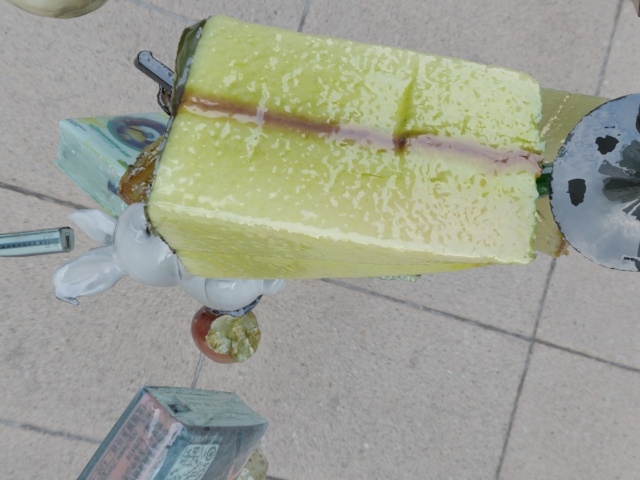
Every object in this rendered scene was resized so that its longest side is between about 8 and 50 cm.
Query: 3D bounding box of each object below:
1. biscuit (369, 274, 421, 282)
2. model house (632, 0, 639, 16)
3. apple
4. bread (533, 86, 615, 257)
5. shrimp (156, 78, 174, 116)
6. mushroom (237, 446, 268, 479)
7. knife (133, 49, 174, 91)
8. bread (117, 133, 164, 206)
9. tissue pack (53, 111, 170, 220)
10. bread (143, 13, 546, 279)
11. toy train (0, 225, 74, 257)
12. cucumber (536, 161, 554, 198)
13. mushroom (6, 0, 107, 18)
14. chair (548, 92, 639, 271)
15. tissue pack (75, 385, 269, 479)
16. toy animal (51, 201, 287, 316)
[{"bbox_3d":[0.182,0.074,1.685,0.273,0.187,0.036,6,114,5],"label":"biscuit"},{"bbox_3d":[0.457,-0.375,0.658,0.207,0.219,0.136,22,99,27],"label":"model house"},{"bbox_3d":[-0.234,0.227,1.306,0.147,0.156,0.158,2,116,28],"label":"apple"},{"bbox_3d":[0.514,-0.156,1.199,0.207,0.279,0.279,24,63,33],"label":"bread"},{"bbox_3d":[-0.184,-0.174,0.766,0.054,0.290,0.222,-33,73,-10],"label":"shrimp"},{"bbox_3d":[-0.152,0.418,0.883,0.127,0.166,0.166,32,83,3],"label":"mushroom"},{"bbox_3d":[-0.150,-0.204,0.768,0.245,0.019,0.072,35,62,-14],"label":"knife"},{"bbox_3d":[-0.220,-0.187,1.027,0.109,0.185,0.380,31,75,33],"label":"bread"},{"bbox_3d":[-0.463,-0.214,1.430,0.287,0.388,0.162,39,122,16],"label":"tissue pack"},{"bbox_3d":[0.015,-0.044,0.420,0.263,0.163,0.168,11,70,2],"label":"bread"},{"bbox_3d":[-0.583,0.010,0.968,0.251,0.055,0.048,-5,95,5],"label":"toy train"},{"bbox_3d":[0.338,-0.090,0.794,0.250,0.056,0.056,-5,90,-14],"label":"cucumber"},{"bbox_3d":[-0.394,-0.444,0.620,0.356,0.315,0.315,29,84,-9],"label":"mushroom"},{"bbox_3d":[0.382,-0.050,0.467,0.226,0.401,0.227,1,97,5],"label":"chair"},{"bbox_3d":[-0.218,0.336,0.648,0.103,0.228,0.316,32,86,27],"label":"tissue pack"},{"bbox_3d":[-0.218,0.022,0.800,0.325,0.154,0.209,-6,48,-6],"label":"toy animal"}]
